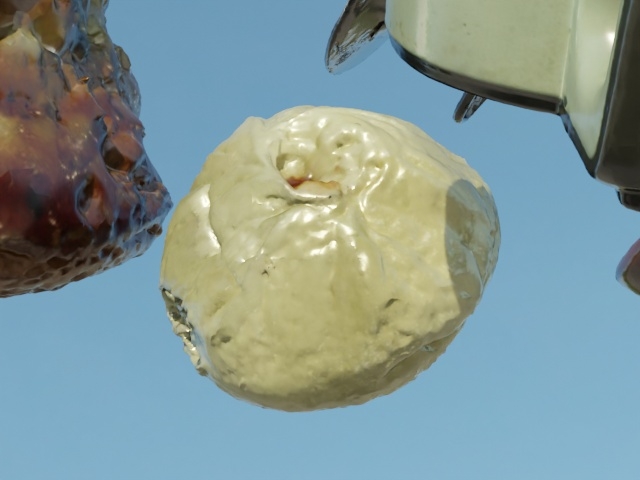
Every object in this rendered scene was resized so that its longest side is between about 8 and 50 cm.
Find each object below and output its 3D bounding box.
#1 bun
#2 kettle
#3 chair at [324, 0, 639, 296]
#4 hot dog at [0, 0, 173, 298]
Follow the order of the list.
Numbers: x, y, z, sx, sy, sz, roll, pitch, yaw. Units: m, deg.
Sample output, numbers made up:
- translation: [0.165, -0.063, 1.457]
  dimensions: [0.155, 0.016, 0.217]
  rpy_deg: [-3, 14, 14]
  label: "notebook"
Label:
- translation: [0.000, 0.000, 1.011]
  dimensions: [0.221, 0.220, 0.134]
  rpy_deg: [-13, -46, 9]
  label: "bun"
- translation: [0.154, -0.237, 0.728]
  dimensions: [0.250, 0.361, 0.376]
  rpy_deg: [1, -65, -4]
  label: "kettle"
- translation: [0.224, -0.114, 1.368]
  dimensions: [0.226, 0.401, 0.226]
  rpy_deg: [-49, -11, -13]
  label: "chair"
- translation: [-0.214, -0.097, 1.108]
  dimensions: [0.174, 0.266, 0.387]
  rpy_deg: [-17, 4, 13]
  label: "hot dog"
